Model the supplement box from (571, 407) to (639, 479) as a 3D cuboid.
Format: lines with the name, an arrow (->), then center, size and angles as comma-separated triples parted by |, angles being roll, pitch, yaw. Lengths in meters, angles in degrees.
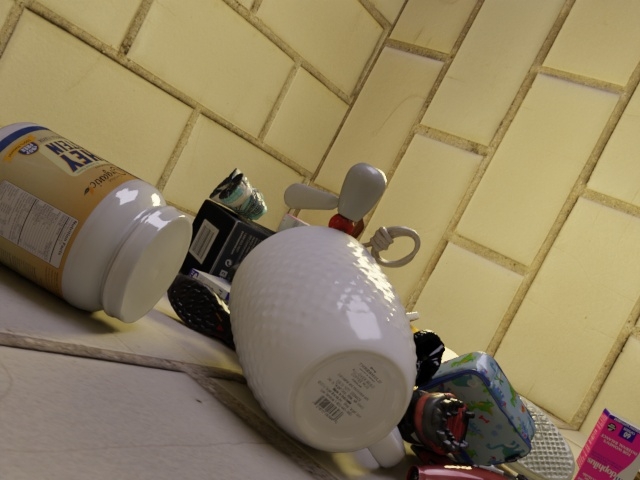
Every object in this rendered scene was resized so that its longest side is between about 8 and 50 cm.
supplement box -> 0.670, 0.520, 1.643 | 0.111, 0.220, 0.114 | 28, 3, 17

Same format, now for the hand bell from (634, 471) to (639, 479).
hand bell -> 0.792, 0.665, 1.752 | 0.242, 0.126, 0.126 | 43, -7, -34

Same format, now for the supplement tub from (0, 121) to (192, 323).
supplement tub -> -0.389, -0.026, 1.123 | 0.316, 0.228, 0.228 | 28, 2, 9

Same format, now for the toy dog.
toy dog -> 0.000, 0.000, 1.299 | 0.220, 0.333, 0.161 | 50, 9, -26

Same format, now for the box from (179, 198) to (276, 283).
box -> -0.149, 0.085, 1.882 | 0.395, 0.212, 0.293 | 26, 2, -27

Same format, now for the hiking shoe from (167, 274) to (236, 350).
hiking shoe -> -0.208, 0.150, 1.400 | 0.227, 0.086, 0.114 | 38, -5, 0

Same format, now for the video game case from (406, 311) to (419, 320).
video game case -> 0.124, 0.220, 1.750 | 0.190, 0.022, 0.173 | -2, -20, -42

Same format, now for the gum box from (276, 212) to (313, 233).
gum box -> -0.028, -0.005, 1.846 | 0.107, 0.062, 0.188 | 27, 2, -28

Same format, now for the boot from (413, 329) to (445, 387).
boot -> 0.169, 0.234, 1.363 | 0.246, 0.207, 0.094 | -23, 79, -47

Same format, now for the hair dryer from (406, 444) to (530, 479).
hair dryer -> 0.216, 0.396, 1.144 | 0.223, 0.080, 0.293 | 8, -13, 29

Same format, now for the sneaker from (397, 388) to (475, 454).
sneaker -> 0.180, 0.305, 1.199 | 0.135, 0.097, 0.276 | 10, -14, 21

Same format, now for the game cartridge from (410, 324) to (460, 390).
game cartridge -> 0.183, 0.293, 1.580 | 0.285, 0.053, 0.323 | -8, 23, -29

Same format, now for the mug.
mug -> 0.030, 0.196, 1.107 | 0.374, 0.276, 0.328 | 59, 1, -24

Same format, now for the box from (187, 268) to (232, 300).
box -> -0.223, 0.133, 1.581 | 0.137, 0.072, 0.126 | 28, 1, 33

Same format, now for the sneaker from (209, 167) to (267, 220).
sneaker -> -0.210, -0.106, 1.843 | 0.122, 0.110, 0.283 | 44, -1, -17

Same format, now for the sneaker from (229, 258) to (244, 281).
sneaker -> -0.103, 0.128, 1.667 | 0.227, 0.130, 0.087 | 55, -31, -1

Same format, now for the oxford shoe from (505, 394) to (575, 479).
oxford shoe -> 0.377, 0.418, 1.624 | 0.169, 0.130, 0.449 | -29, 44, -35

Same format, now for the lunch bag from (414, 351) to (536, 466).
lunch bag -> 0.295, 0.333, 1.357 | 0.219, 0.176, 0.090 | 56, 36, -11
